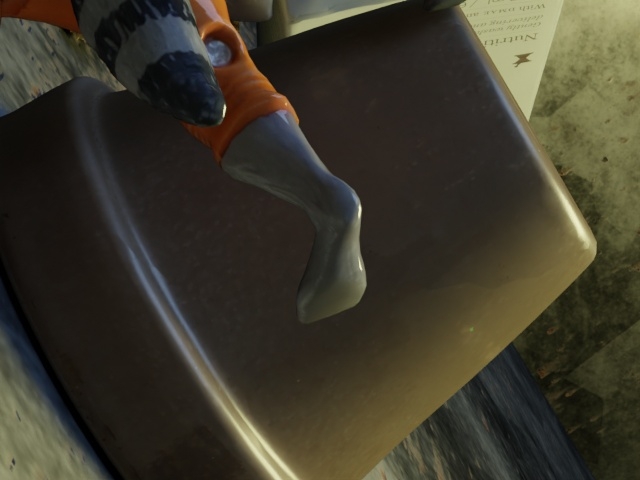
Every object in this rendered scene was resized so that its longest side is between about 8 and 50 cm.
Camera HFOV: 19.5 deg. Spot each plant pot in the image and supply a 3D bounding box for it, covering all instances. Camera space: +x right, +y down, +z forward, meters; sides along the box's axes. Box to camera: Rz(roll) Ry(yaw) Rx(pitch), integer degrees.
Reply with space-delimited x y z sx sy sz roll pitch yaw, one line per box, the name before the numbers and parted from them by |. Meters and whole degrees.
plant pot | 0.000 0.000 0.899 0.263 0.229 0.263 58 9 -14

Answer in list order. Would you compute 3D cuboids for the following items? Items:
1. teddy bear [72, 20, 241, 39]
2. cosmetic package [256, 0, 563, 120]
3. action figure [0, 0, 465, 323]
teddy bear | -0.167 -0.234 1.261 0.245 0.113 0.338 55 14 8
cosmetic package | 0.060 -0.164 1.506 0.385 0.217 0.156 87 -8 -67
action figure | -0.051 -0.135 0.737 0.178 0.341 0.330 115 -30 -56
